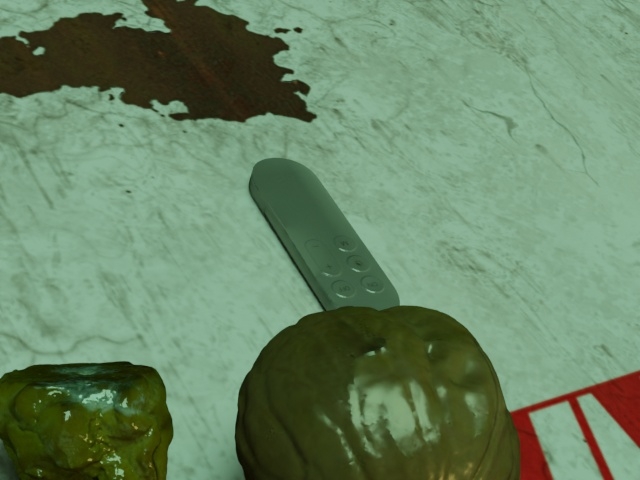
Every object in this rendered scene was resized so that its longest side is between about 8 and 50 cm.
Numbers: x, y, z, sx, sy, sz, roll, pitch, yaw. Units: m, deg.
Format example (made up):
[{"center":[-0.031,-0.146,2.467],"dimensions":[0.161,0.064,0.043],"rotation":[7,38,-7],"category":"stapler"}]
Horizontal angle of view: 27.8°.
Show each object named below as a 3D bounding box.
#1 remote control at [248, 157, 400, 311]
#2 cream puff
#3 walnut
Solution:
[{"center":[0.000,0.000,1.285],"dimensions":[0.077,0.022,0.245],"rotation":[-6,45,-31],"category":"remote control"},{"center":[-0.174,0.151,0.965],"dimensions":[0.146,0.116,0.146],"rotation":[-4,4,0],"category":"cream puff"},{"center":[0.041,0.152,0.978],"dimensions":[0.228,0.228,0.228],"rotation":[11,39,-9],"category":"walnut"}]
